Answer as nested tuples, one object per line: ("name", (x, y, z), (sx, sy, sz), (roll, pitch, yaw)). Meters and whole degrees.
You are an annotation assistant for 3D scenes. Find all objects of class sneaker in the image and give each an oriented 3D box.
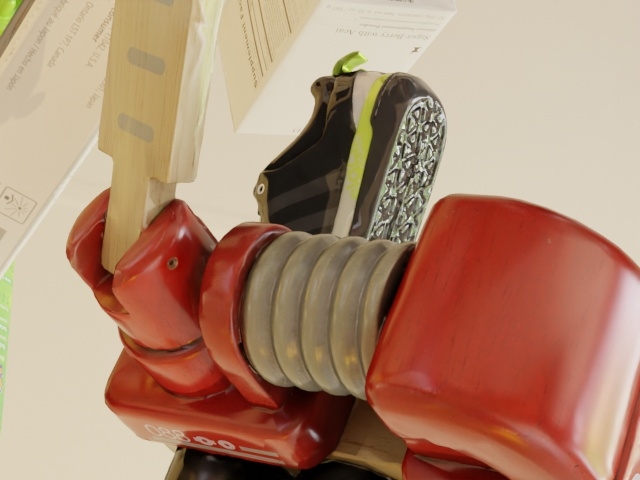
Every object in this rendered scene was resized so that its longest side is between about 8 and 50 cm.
("sneaker", (0.000, 0.000, 0.752), (0.097, 0.084, 0.234), (17, -99, 34))

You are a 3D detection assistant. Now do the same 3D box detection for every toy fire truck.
("toy fire truck", (0.006, 0.006, 0.439), (0.217, 0.246, 0.158), (6, -122, 32))

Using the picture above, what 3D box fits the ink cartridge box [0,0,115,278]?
("ink cartridge box", (-0.133, -0.129, 0.701), (0.066, 0.296, 0.261), (31, -147, -17))

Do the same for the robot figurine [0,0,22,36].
("robot figurine", (-0.272, -0.178, 1.032), (0.101, 0.115, 0.067), (-18, -109, -43))

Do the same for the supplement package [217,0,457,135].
("supplement package", (0.008, -0.270, 1.504), (0.178, 0.293, 0.175), (0, -115, -25))

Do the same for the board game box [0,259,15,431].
("board game box", (-0.365, 0.079, 1.320), (0.039, 0.124, 0.259), (-8, -119, 4))
